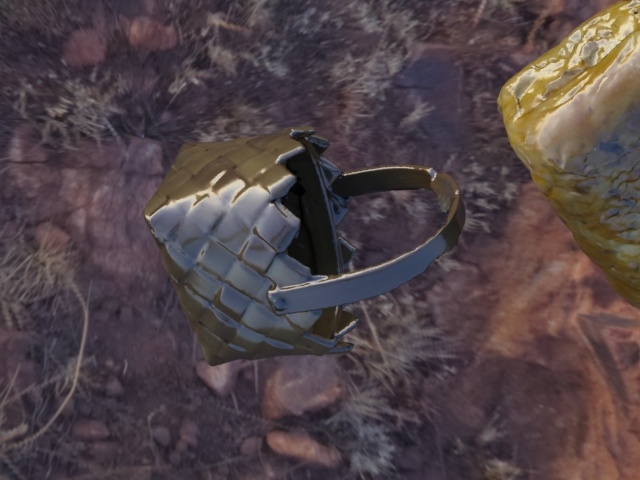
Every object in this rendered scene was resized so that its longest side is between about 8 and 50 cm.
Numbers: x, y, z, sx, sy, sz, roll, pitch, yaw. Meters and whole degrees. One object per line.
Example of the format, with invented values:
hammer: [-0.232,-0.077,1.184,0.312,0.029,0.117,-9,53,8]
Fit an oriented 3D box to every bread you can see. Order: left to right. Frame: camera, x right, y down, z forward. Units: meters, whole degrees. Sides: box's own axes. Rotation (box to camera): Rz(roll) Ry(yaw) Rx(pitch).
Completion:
bread: [0.190,-0.039,0.604,0.114,0.083,0.211,-38,135,13]

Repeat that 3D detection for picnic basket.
picnic basket: [0.000,0.000,0.629,0.178,0.128,0.138,-10,124,13]
